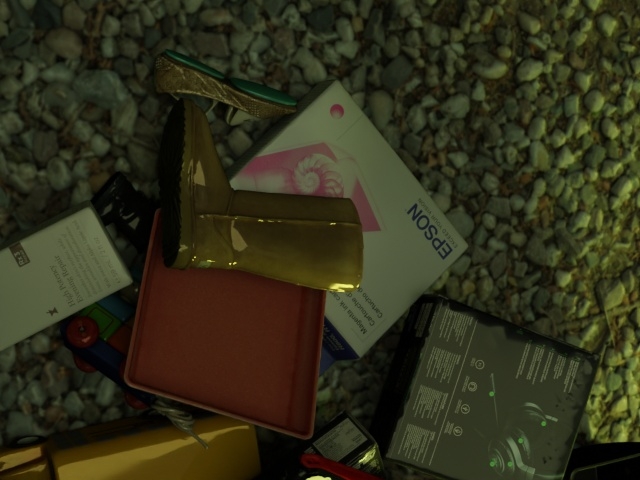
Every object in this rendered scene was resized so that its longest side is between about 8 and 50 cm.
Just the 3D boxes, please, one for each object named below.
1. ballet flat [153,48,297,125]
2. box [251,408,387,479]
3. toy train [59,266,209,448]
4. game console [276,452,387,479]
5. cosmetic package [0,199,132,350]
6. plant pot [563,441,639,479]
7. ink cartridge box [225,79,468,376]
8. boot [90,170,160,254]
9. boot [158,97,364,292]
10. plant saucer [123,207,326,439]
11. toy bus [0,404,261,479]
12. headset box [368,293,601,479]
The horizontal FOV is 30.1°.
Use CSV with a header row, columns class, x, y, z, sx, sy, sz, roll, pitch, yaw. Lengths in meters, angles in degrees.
class,x,y,z,sx,sy,sz,roll,pitch,yaw
ballet flat,-0.134,-0.196,1.620,0.206,0.073,0.067,19,107,-18
box,-0.042,0.403,1.619,0.307,0.076,0.242,-35,141,-16
toy train,-0.202,0.148,1.544,0.248,0.105,0.143,33,65,13
game console,-0.051,0.457,1.559,0.386,0.060,0.342,-51,138,5
cosmetic package,-0.366,0.052,1.498,0.231,0.085,0.117,-29,102,-6
plant pot,0.424,0.403,1.827,0.188,0.167,0.188,-9,98,-21
ink cartridge box,0.000,0.000,1.680,0.330,0.071,0.324,-46,109,-15
boot,-0.267,-0.021,1.582,0.099,0.045,0.121,45,76,-21
boot,-0.077,-0.055,1.569,0.269,0.089,0.236,6,79,-29
plant saucer,-0.121,0.113,1.535,0.259,0.048,0.259,20,55,-21
toy bus,-0.257,0.297,1.558,0.332,0.130,0.108,-10,97,-22
headset box,0.242,0.238,1.723,0.283,0.131,0.246,20,83,-8
